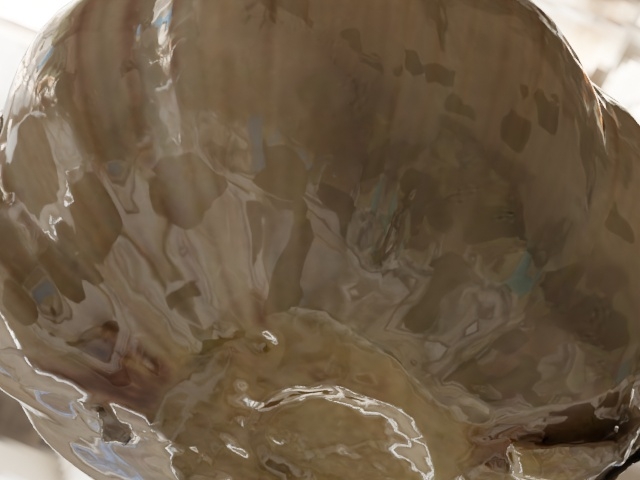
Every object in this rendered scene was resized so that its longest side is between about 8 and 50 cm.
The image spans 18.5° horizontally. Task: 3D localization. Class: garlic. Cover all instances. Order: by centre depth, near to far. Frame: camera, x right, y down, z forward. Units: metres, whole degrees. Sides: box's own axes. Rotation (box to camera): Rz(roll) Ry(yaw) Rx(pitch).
[{"bbox_3d":[-0.004,0.011,0.837,0.322,0.322,0.241,23,-163,-8],"label":"garlic"}]
